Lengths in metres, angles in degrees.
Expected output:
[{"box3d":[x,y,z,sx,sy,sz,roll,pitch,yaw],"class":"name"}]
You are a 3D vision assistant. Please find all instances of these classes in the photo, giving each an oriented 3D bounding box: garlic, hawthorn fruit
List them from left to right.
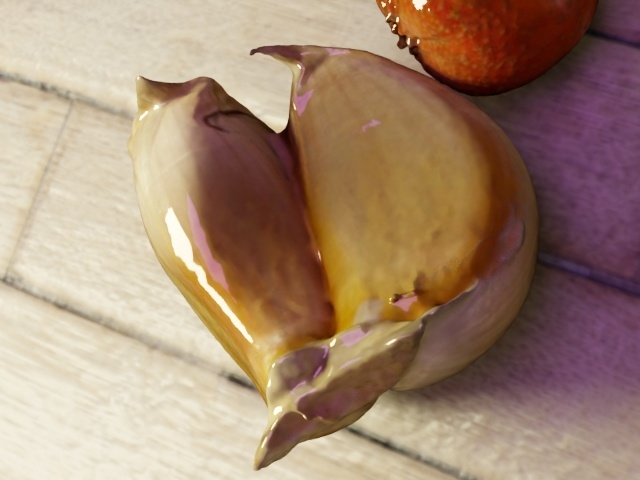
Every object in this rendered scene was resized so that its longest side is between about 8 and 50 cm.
[{"box3d":[0.000,0.000,1.282,0.286,0.249,0.313,-51,47,30],"class":"garlic"},{"box3d":[0.171,-0.234,1.309,0.285,0.165,0.165,-40,60,-12],"class":"hawthorn fruit"}]
